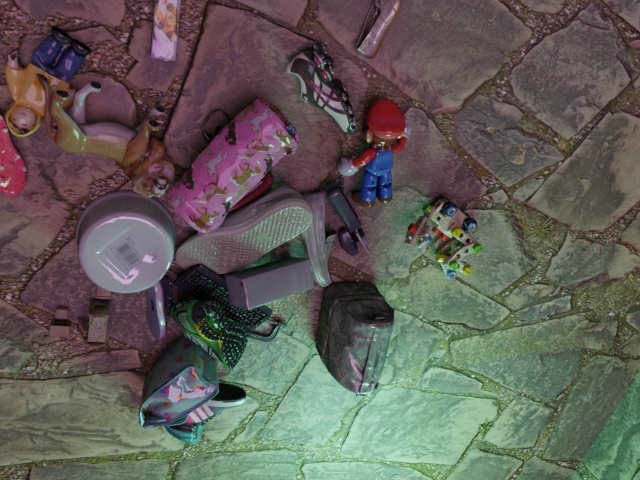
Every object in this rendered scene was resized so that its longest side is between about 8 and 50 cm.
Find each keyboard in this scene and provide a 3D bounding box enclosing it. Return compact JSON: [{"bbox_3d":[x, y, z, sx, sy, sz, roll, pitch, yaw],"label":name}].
[{"bbox_3d":[-0.323,0.201,1.837,0.201,0.033,0.317,-36,124,27],"label":"keyboard"}]

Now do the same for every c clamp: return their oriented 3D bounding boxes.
[{"bbox_3d":[-0.186,0.277,1.959,0.161,0.022,0.137,15,116,-24],"label":"c clamp"}]

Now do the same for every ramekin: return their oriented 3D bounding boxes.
[{"bbox_3d":[-0.540,0.012,1.647,0.277,0.135,0.277,-7,117,-14],"label":"ramekin"}]

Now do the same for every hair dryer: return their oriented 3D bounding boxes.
[{"bbox_3d":[-0.239,-0.210,1.684,0.224,0.080,0.293,11,104,-10],"label":"hair dryer"}]

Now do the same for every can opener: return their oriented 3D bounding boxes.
[{"bbox_3d":[0.073,-0.053,1.830,0.095,0.076,0.283,-29,128,8],"label":"can opener"}]

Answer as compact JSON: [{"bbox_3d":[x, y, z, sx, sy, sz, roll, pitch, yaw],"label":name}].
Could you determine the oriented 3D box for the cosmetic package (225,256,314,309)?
[{"bbox_3d":[-0.152,0.124,1.783,0.238,0.127,0.107,-18,103,-30],"label":"cosmetic package"}]

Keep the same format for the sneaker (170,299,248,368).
[{"bbox_3d":[-0.335,0.278,1.825,0.134,0.146,0.343,-62,145,-30],"label":"sneaker"}]

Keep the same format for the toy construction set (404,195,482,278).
[{"bbox_3d":[0.403,-0.013,1.940,0.328,0.151,0.215,30,104,-39],"label":"toy construction set"}]

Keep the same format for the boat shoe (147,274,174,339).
[{"bbox_3d":[-0.480,0.200,1.799,0.076,0.080,0.228,-23,129,-38],"label":"boat shoe"}]

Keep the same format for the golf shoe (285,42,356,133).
[{"bbox_3d":[0.012,-0.410,1.652,0.120,0.105,0.273,-22,120,17],"label":"golf shoe"}]

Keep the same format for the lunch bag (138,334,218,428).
[{"bbox_3d":[-0.452,0.444,1.837,0.262,0.223,0.160,-39,115,5],"label":"lunch bag"}]

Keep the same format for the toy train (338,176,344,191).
[{"bbox_3d":[0.065,-0.155,1.822,0.017,0.023,0.083,-8,117,-14],"label":"toy train"}]

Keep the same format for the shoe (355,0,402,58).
[{"bbox_3d":[0.161,-0.605,1.599,0.058,0.076,0.219,13,113,-28],"label":"shoe"}]

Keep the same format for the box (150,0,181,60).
[{"bbox_3d":[-0.371,-0.607,1.435,0.063,0.067,0.324,3,113,-20],"label":"box"}]

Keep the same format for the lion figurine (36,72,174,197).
[{"bbox_3d":[-0.542,-0.255,1.499,0.392,0.142,0.240,22,129,-25],"label":"lion figurine"}]

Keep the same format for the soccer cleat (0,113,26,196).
[{"bbox_3d":[-0.812,-0.226,1.485,0.083,0.095,0.248,-37,144,-37],"label":"soccer cleat"}]

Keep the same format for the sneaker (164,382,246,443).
[{"bbox_3d":[-0.396,0.589,1.982,0.296,0.124,0.178,-2,111,-8],"label":"sneaker"}]

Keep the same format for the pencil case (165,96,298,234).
[{"bbox_3d":[-0.231,-0.194,1.568,0.386,0.167,0.160,-44,160,7],"label":"pencil case"}]

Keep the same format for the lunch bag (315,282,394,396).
[{"bbox_3d":[0.123,0.323,1.943,0.213,0.256,0.305,2,115,-18],"label":"lunch bag"}]

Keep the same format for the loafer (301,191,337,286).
[{"bbox_3d":[0.000,0.000,1.828,0.111,0.112,0.319,-15,119,-1],"label":"loafer"}]

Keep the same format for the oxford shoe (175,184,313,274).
[{"bbox_3d":[-0.224,-0.027,1.730,0.449,0.130,0.169,-26,132,17],"label":"oxford shoe"}]

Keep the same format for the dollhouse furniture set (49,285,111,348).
[{"bbox_3d":[-0.697,0.208,1.713,0.161,0.101,0.182,5,113,-20],"label":"dollhouse furniture set"}]

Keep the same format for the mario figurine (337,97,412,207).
[{"bbox_3d":[0.164,-0.273,1.763,0.170,0.198,0.320,19,124,19],"label":"mario figurine"}]

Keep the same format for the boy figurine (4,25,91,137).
[{"bbox_3d":[-0.684,-0.379,1.435,0.177,0.092,0.285,34,99,-31],"label":"boy figurine"}]
